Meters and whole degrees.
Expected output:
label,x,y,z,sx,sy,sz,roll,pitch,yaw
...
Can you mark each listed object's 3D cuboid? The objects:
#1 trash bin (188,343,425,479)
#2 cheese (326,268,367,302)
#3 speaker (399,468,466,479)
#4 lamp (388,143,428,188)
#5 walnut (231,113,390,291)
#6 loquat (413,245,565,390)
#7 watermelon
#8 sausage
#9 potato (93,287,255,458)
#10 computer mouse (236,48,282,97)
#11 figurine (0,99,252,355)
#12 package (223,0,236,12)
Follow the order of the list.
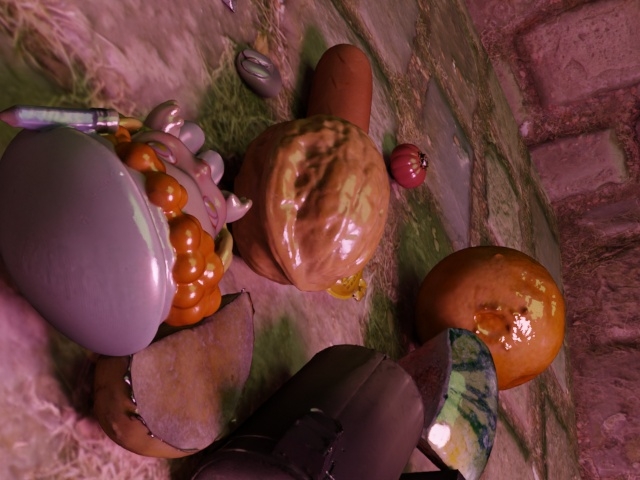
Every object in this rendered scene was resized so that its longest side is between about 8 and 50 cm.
label,x,y,z,sx,sy,sz,roll,pitch,yaw
trash bin,0.001,0.273,0.794,0.301,0.203,0.252,-30,143,-61
cheese,0.000,0.000,1.065,0.250,0.064,0.156,53,34,-17
speaker,0.183,0.540,1.014,0.232,0.184,0.254,54,34,-33
lamp,0.205,-0.174,1.468,0.107,0.092,0.107,37,45,-48
walnut,-0.014,-0.048,0.898,0.257,0.224,0.257,22,65,-60
loquat,0.360,0.163,1.358,0.328,0.328,0.328,33,49,-50
watermelon,0.212,0.289,1.142,0.213,0.201,0.262,52,51,-42
sausage,0.034,-0.231,1.169,0.121,0.121,0.304,45,40,-42
potato,-0.155,0.153,0.691,0.243,0.098,0.138,-26,102,-64
computer mouse,-0.097,-0.280,1.047,0.096,0.039,0.066,37,46,-47
figurine,-0.181,-0.021,0.664,0.224,0.205,0.382,61,13,-4
package,-0.169,-0.415,1.010,0.110,0.015,0.037,39,40,-49
